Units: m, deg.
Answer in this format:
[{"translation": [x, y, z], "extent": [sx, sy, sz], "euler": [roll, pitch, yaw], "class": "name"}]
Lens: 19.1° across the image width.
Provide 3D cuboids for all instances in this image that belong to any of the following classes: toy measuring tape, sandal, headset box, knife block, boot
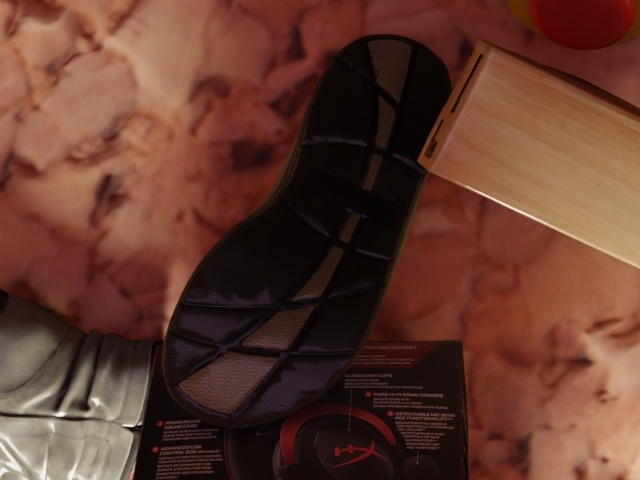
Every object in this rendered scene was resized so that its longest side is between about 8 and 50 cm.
[{"translation": [0.124, -0.212, 1.244], "extent": [0.330, 0.121, 0.121], "euler": [28, 100, -19], "class": "toy measuring tape"}, {"translation": [0.002, 0.000, 1.290], "extent": [0.120, 0.086, 0.303], "euler": [30, 70, 3], "class": "sandal"}, {"translation": [-0.011, 0.181, 1.257], "extent": [0.218, 0.293, 0.110], "euler": [-2, 130, 5], "class": "headset box"}, {"translation": [0.224, -0.025, 1.233], "extent": [0.242, 0.275, 0.088], "euler": [31, 100, 27], "class": "knife block"}, {"translation": [-0.215, 0.161, 1.359], "extent": [0.161, 0.083, 0.246], "euler": [23, 101, -8], "class": "boot"}]
